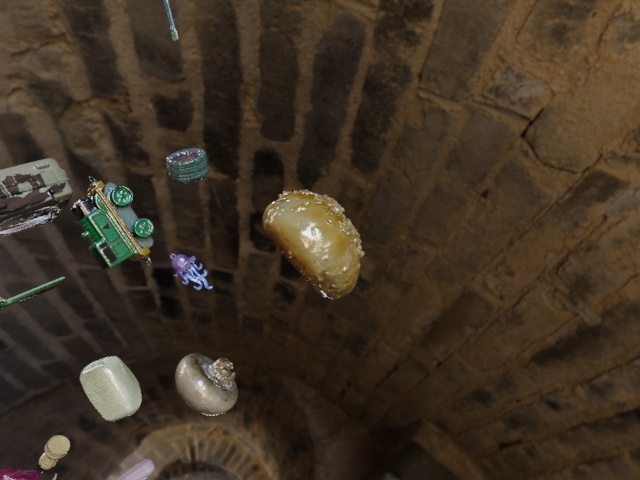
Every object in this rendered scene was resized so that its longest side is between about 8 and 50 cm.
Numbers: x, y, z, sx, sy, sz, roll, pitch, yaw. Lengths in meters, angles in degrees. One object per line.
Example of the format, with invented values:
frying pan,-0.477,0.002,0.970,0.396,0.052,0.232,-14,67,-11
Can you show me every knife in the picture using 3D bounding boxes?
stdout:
knife,-0.532,0.616,1.344,0.081,0.336,0.043,-34,-98,32
knife,-0.341,-0.501,1.288,0.027,0.010,0.096,9,-65,53

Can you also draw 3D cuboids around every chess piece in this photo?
chess piece,-0.806,0.640,1.709,0.066,0.066,0.122,43,-58,1

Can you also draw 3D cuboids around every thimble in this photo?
thimble,-0.457,-0.259,1.968,0.118,0.135,0.090,33,-43,43

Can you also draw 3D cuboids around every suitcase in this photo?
suitcase,-1.073,-0.130,1.969,0.339,0.351,0.194,-33,-94,47

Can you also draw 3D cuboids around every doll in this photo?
doll,-0.503,0.124,2.209,0.206,0.110,0.067,44,-9,-6

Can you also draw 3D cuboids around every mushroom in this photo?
mushroom,-0.362,0.454,1.838,0.226,0.178,0.226,37,12,-9

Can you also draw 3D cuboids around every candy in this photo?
candy,-0.779,0.154,1.395,0.097,0.323,0.097,19,-60,36

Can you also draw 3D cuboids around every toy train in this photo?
toy train,-0.848,-0.055,2.306,0.178,0.249,0.429,-15,-71,56

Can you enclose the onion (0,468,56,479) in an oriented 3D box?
onion,-1.010,0.834,1.782,0.272,0.230,0.256,13,-26,-15

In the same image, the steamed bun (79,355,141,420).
steamed bun,-0.776,0.549,2.153,0.170,0.152,0.238,-24,-78,21

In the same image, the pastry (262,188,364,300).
pastry,0.000,0.000,1.422,0.284,0.184,0.315,45,-6,36
